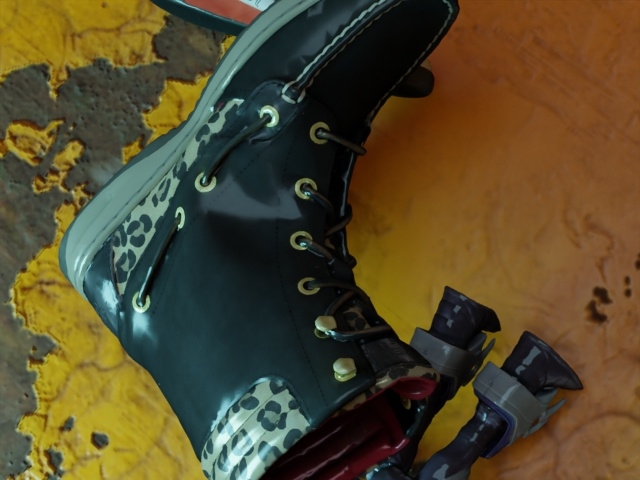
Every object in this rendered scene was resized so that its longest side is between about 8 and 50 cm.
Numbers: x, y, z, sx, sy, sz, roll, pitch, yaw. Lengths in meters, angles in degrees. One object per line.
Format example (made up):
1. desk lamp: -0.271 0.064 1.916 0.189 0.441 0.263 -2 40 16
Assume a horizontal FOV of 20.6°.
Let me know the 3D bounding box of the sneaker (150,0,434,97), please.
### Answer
1. sneaker: -0.008 -0.220 1.425 0.270 0.090 0.145 23 85 24

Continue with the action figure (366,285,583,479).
1. action figure: 0.063 0.180 1.283 0.185 0.099 0.285 34 82 29

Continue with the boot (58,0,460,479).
1. boot: 0.000 0.000 1.247 0.377 0.138 0.284 -41 57 15
